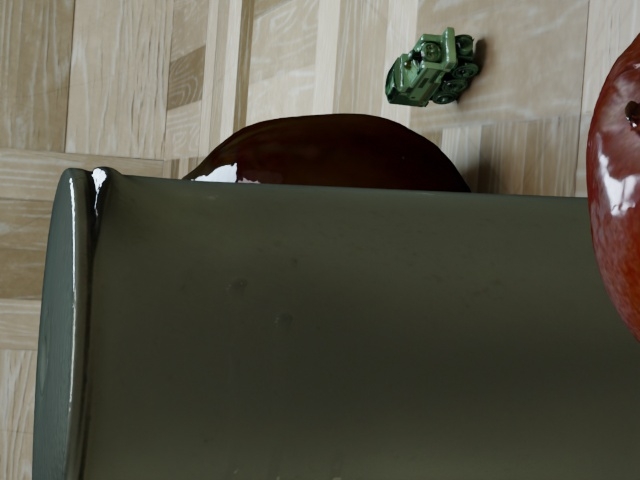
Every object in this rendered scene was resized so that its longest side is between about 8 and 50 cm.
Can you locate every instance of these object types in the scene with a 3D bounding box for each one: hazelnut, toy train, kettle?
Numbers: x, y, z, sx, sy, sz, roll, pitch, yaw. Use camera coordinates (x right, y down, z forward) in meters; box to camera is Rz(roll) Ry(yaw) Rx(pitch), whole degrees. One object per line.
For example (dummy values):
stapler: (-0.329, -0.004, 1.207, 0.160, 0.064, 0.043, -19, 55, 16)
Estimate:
hazelnut: (0.000, 0.000, 1.063, 0.229, 0.229, 0.229, -176, 90, -75)
toy train: (0.083, -0.126, 1.083, 0.083, 0.053, 0.033, 125, 147, -65)
kettle: (0.004, 0.084, 0.815, 0.265, 0.318, 0.205, 120, 149, -57)

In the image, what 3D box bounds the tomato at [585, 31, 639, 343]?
tomato: (0.186, -0.024, 0.503, 0.187, 0.151, 0.187, -38, 18, 14)
